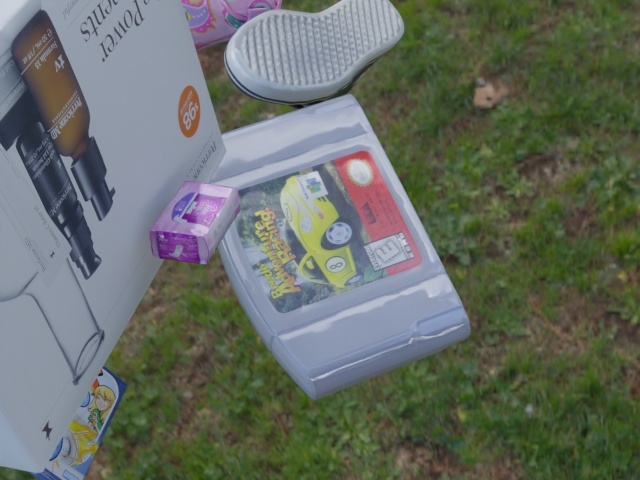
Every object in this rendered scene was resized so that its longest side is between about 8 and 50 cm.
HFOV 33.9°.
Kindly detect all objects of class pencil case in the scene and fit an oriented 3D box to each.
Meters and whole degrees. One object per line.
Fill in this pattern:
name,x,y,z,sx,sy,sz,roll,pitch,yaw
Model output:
pencil case,-0.179,-0.286,1.370,0.284,0.124,0.124,-17,41,43

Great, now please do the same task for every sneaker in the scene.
sneaker,-0.021,-0.223,1.333,0.321,0.127,0.126,-29,83,-48

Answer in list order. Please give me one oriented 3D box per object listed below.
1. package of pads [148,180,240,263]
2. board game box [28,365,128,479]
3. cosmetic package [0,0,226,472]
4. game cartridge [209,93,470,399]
package of pads,-0.100,-0.016,0.849,0.050,0.032,0.083,7,35,13
board game box,-0.304,0.149,1.079,0.035,0.201,0.136,-21,36,39
cosmetic package,-0.208,-0.063,0.799,0.097,0.284,0.377,7,46,18
game cartridge,0.000,0.000,1.044,0.196,0.060,0.294,-21,67,-11
